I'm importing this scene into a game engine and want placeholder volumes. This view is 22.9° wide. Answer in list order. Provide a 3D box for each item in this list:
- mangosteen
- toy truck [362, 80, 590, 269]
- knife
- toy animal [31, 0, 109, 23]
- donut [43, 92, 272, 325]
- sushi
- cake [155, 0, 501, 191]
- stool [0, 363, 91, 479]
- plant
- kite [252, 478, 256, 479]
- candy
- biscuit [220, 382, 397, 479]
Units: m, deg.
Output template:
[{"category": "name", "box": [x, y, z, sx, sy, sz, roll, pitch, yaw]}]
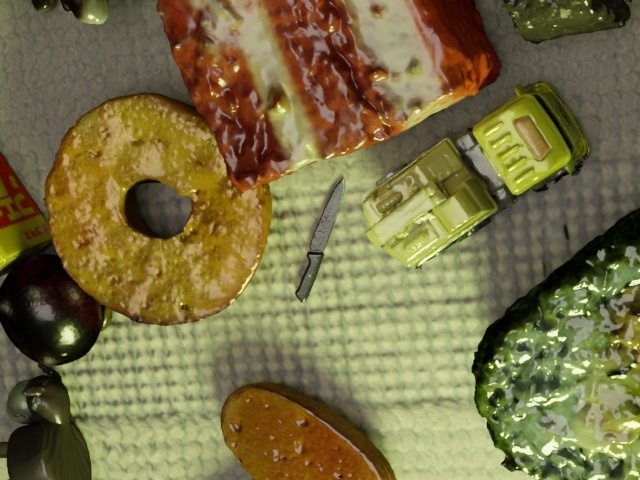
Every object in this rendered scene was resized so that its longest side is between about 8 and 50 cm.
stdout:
[{"category": "mangosteen", "box": [-0.342, 0.085, 2.056, 0.153, 0.152, 0.152, 3, 101, 16]}, {"category": "toy truck", "box": [0.172, -0.070, 1.856, 0.272, 0.157, 0.124, -33, 90, 20]}, {"category": "knife", "box": [0.000, 0.000, 1.998, 0.023, 0.010, 0.170, 22, 104, 5]}, {"category": "toy animal", "box": [-0.303, -0.427, 1.878, 0.303, 0.194, 0.344, -3, 105, 38]}, {"category": "donut", "box": [-0.193, -0.042, 1.996, 0.303, 0.110, 0.302, 2, 98, 17]}, {"category": "sushi", "box": [0.361, 0.147, 1.831, 0.352, 0.178, 0.294, -43, 88, 20]}, {"category": "cake", "box": [0.012, -0.236, 1.815, 0.320, 0.270, 0.269, -21, 94, 17]}, {"category": "stool", "box": [-0.379, 0.275, 2.105, 0.121, 0.125, 0.217, -15, 86, 20]}, {"category": "plant", "box": [0.339, -0.310, 1.767, 0.275, 0.146, 0.149, -12, 94, 18]}, {"category": "kite", "box": [0.001, 0.449, 2.078, 0.328, 0.013, 0.377, -28, 90, 19]}, {"category": "candy", "box": [-0.476, -0.080, 2.054, 0.088, 0.146, 0.276, -35, 90, 21]}, {"category": "biscuit", "box": [-0.041, 0.337, 2.042, 0.262, 0.052, 0.277, 30, 107, 16]}]
